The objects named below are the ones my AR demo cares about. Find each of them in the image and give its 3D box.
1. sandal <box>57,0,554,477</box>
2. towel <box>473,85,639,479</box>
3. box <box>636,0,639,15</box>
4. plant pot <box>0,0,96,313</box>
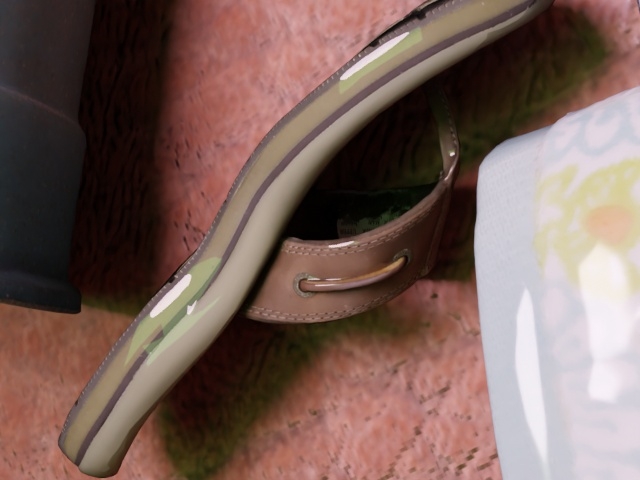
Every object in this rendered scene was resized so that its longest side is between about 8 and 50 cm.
[{"bbox_3d":[0.000,0.000,0.603,0.086,0.120,0.303,40,114,-1],"label":"sandal"},{"bbox_3d":[0.209,0.107,0.352,0.320,0.090,0.374,-16,75,33],"label":"towel"},{"bbox_3d":[0.230,-0.154,0.406,0.270,0.165,0.143,-16,78,32],"label":"box"},{"bbox_3d":[-0.236,-0.167,0.645,0.341,0.341,0.334,11,86,34],"label":"plant pot"}]
